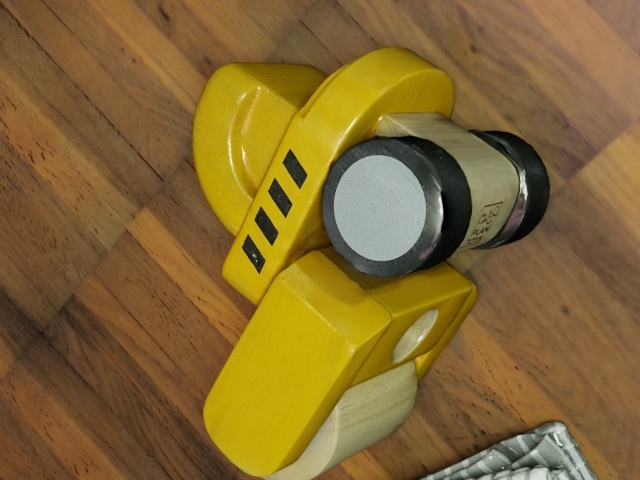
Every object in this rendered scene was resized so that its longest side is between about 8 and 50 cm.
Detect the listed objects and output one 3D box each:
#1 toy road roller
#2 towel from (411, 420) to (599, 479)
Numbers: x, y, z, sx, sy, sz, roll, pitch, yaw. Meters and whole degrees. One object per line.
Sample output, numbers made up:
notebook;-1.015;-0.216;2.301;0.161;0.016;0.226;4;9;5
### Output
toy road roller;0.000;0.000;0.835;0.240;0.202;0.330;39;116;23
towel;0.168;0.311;0.905;0.235;0.121;0.284;-28;96;33
